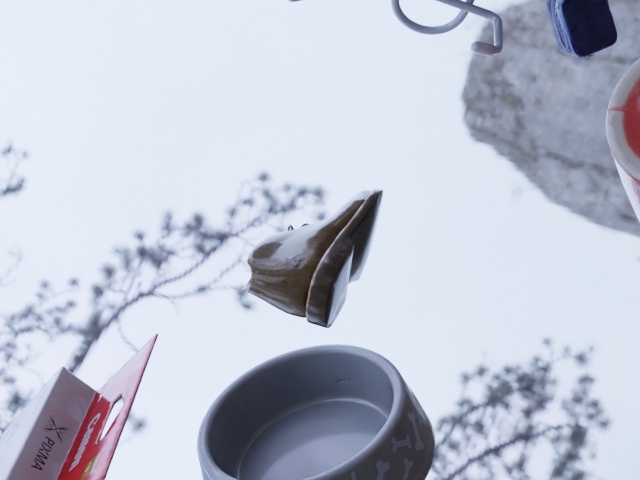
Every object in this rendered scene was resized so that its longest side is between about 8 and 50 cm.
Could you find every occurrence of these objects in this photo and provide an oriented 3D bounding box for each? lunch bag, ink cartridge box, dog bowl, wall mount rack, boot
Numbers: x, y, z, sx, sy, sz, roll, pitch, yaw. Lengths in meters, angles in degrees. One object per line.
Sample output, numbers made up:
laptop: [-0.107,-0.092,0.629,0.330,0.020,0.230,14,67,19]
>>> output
lunch bag: [0.346,-0.289,1.617,0.067,0.065,0.098,-20,-73,-4]
ink cartridge box: [-0.319,0.246,1.427,0.261,0.066,0.296,-45,15,23]
dog bowl: [-0.016,0.279,1.729,0.349,0.349,0.102,-45,-51,-35]
wall mount rack: [0.134,-0.385,1.589,0.350,0.304,0.130,114,170,-47]
boot: [0.000,0.000,1.443,0.305,0.115,0.112,-48,-31,-63]

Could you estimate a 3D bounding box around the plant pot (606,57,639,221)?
plant pot: [0.481,-0.112,1.482,0.243,0.275,0.275,31,-100,-52]
